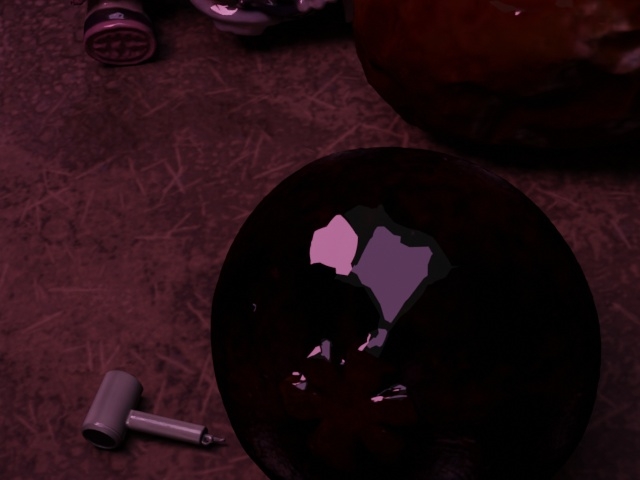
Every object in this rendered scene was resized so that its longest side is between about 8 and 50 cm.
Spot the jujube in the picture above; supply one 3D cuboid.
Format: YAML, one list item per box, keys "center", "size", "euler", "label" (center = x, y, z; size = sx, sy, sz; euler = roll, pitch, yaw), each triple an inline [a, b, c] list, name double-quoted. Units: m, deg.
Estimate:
- center: [0.226, -0.223, 1.359]
  size: [0.377, 0.276, 0.276]
  euler: [-4, 50, 22]
  label: "jujube"

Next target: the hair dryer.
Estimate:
- center: [-0.141, 0.156, 1.252]
  size: [0.124, 0.038, 0.063]
  euler: [11, 54, 11]
  label: "hair dryer"

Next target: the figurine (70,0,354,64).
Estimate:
- center: [-0.109, -0.350, 1.527]
  size: [0.361, 0.253, 0.211]
  euler: [-6, 34, 15]
  label: "figurine"

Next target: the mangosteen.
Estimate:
- center: [0.075, 0.065, 1.132]
  size: [0.307, 0.307, 0.347]
  euler: [9, 23, 17]
  label: "mangosteen"
